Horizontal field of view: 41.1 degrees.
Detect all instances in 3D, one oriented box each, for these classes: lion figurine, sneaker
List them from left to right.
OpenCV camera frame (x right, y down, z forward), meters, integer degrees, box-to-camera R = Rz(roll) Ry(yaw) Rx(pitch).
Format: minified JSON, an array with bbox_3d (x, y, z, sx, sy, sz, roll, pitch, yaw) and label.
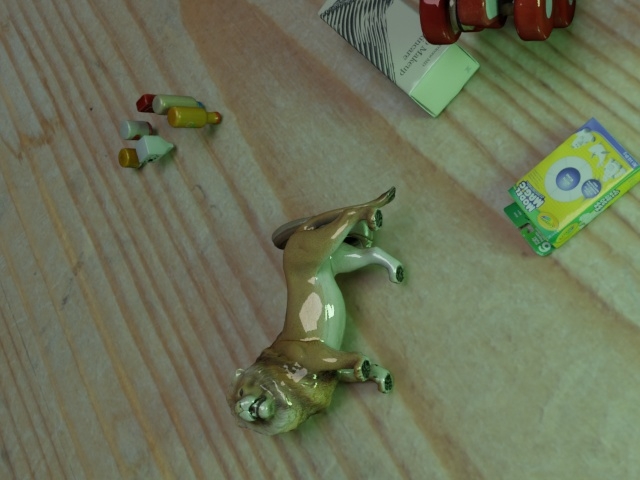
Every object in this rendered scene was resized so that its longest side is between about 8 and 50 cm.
[{"bbox_3d":[-0.009,0.105,1.297,0.240,0.142,0.393,2,74,34],"label":"lion figurine"},{"bbox_3d":[0.000,0.000,1.376,0.188,0.066,0.071,-16,70,32],"label":"sneaker"}]

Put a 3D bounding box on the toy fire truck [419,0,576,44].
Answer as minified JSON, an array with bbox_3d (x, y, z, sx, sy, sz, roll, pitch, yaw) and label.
[{"bbox_3d":[0.246,-0.411,1.181,0.169,0.302,0.254,4,112,28],"label":"toy fire truck"}]

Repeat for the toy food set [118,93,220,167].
[{"bbox_3d":[-0.304,-0.222,1.678,0.232,0.104,0.111,-33,69,44],"label":"toy food set"}]

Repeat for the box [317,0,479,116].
[{"bbox_3d":[0.121,-0.327,1.385,0.113,0.094,0.275,-50,52,11],"label":"box"}]

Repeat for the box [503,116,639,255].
[{"bbox_3d":[0.339,-0.071,1.170,0.179,0.043,0.105,-44,53,17],"label":"box"}]
